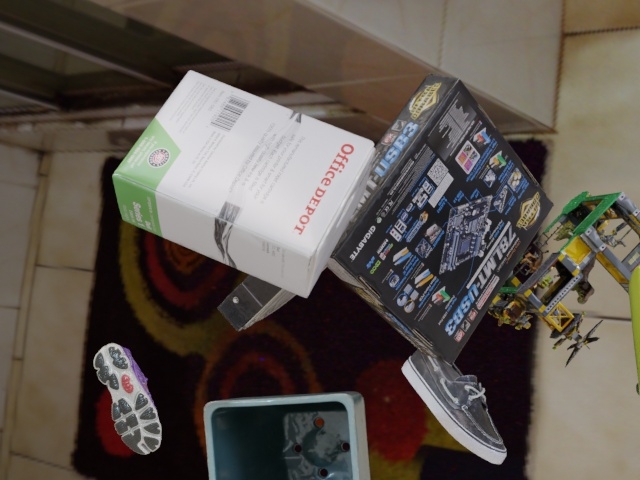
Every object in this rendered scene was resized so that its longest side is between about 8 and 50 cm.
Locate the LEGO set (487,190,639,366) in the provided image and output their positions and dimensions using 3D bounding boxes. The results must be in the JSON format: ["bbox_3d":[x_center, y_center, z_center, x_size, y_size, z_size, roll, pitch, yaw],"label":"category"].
[{"bbox_3d":[0.459,0.073,1.643,0.192,0.255,0.331,46,74,-5],"label":"LEGO set"}]

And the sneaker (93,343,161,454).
[{"bbox_3d":[-0.268,0.227,1.394,0.068,0.071,0.170,-26,76,14],"label":"sneaker"}]

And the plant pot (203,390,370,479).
[{"bbox_3d":[-0.029,0.370,1.603,0.247,0.252,0.247,-6,88,14],"label":"plant pot"}]

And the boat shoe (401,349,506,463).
[{"bbox_3d":[0.287,0.321,1.940,0.102,0.108,0.301,-55,46,16],"label":"boat shoe"}]

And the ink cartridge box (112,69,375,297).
[{"bbox_3d":[-0.075,-0.059,0.979,0.219,0.093,0.160,23,59,10],"label":"ink cartridge box"}]

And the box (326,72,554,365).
[{"bbox_3d":[0.163,-0.023,1.311,0.073,0.293,0.295,23,74,50],"label":"box"}]

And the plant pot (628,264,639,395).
[{"bbox_3d":[0.541,0.126,1.245,0.207,0.228,0.227,-20,65,48],"label":"plant pot"}]

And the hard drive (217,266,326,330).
[{"bbox_3d":[0.000,0.000,1.573,0.064,0.237,0.339,47,111,6],"label":"hard drive"}]
